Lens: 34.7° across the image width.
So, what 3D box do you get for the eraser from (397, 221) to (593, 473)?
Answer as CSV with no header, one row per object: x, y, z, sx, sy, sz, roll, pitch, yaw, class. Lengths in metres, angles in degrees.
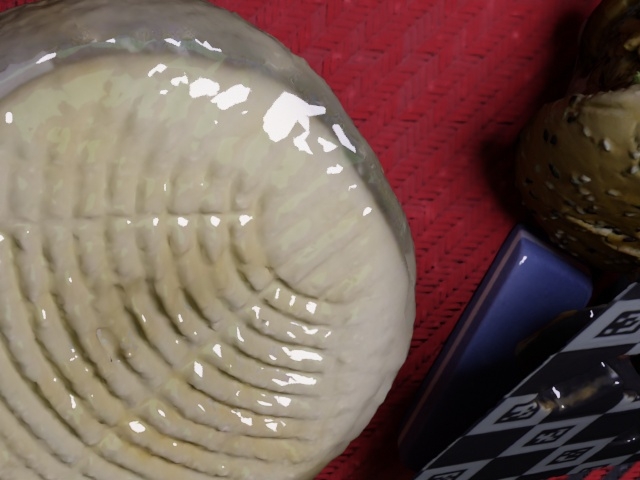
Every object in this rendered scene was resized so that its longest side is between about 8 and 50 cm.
0.146,0.099,0.852,0.082,0.036,0.225,27,95,-23,eraser

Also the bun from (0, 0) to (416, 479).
-0.125,0.015,0.652,0.364,0.202,0.364,-9,117,-18,bun

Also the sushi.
0.246,0.086,0.765,0.343,0.064,0.359,-3,148,-26,sushi

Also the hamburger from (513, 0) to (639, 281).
0.245,-0.085,0.741,0.192,0.288,0.167,17,70,15,hamburger
